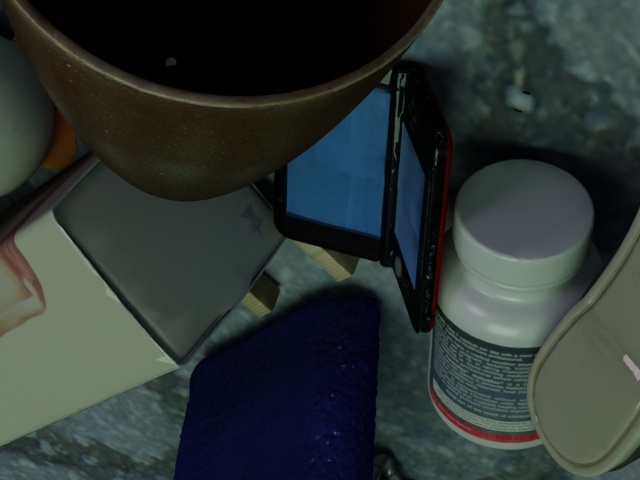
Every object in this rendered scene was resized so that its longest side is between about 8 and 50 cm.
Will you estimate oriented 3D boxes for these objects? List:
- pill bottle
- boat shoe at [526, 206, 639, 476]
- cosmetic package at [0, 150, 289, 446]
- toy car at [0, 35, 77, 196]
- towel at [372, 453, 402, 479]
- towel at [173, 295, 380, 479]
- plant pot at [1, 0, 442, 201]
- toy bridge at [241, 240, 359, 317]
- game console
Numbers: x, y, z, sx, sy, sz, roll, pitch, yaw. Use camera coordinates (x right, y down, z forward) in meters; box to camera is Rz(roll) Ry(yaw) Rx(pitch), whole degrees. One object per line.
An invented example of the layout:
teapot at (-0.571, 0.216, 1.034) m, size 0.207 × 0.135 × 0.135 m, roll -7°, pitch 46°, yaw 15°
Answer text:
pill bottle at (0.121, 0.041, 0.806) m, size 0.108 × 0.108 × 0.180 m, roll 12°, pitch 141°, yaw 13°
boat shoe at (0.219, 0.005, 0.654) m, size 0.112 × 0.095 × 0.335 m, roll 58°, pitch 141°, yaw 25°
cosmetic package at (-0.183, 0.036, 0.902) m, size 0.296 × 0.153 × 0.129 m, roll -26°, pitch 108°, yaw 42°
toy car at (-0.259, -0.095, 0.813) m, size 0.238 × 0.219 × 0.210 m, roll -14°, pitch 114°, yaw -17°
towel at (-0.051, 0.323, 1.081) m, size 0.235 × 0.283 × 0.121 m, roll -7°, pitch 134°, yaw 33°
towel at (-0.032, 0.211, 0.934) m, size 0.076 × 0.308 × 0.228 m, roll 23°, pitch 147°, yaw -31°
plant pot at (-0.063, -0.113, 0.663) m, size 0.215 × 0.215 × 0.230 m, roll 24°, pitch 156°, yaw -2°
toy bridge at (0.000, 0.000, 0.884) m, size 0.063 × 0.026 × 0.188 m, roll 43°, pitch 136°, yaw -22°
game console at (0.021, -0.030, 0.772) m, size 0.085 × 0.124 × 0.144 m, roll -4°, pitch 126°, yaw -8°
